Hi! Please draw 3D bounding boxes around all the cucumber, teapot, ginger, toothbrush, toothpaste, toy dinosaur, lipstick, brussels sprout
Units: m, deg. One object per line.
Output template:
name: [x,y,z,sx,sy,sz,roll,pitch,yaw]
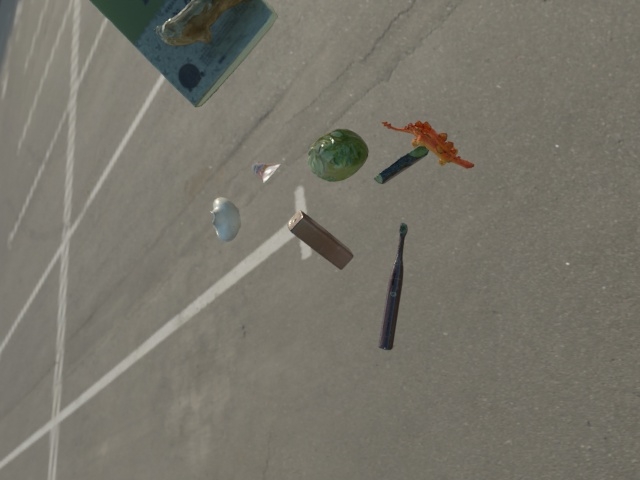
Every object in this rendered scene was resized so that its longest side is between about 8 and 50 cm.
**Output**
cucumber: [0.271,-0.256,1.924,0.220,0.070,0.046,-35,82,16]
teapot: [-0.308,-0.065,1.863,0.226,0.092,0.145,132,129,-74]
ginger: [-0.161,-0.469,0.987,0.081,0.148,0.334,24,83,40]
toothbrush: [0.207,0.123,1.590,0.041,0.041,0.364,-12,61,53]
toothpaste: [-0.151,-0.188,1.568,0.067,0.043,0.194,-48,20,-5]
toy dinosaur: [0.300,-0.279,1.593,0.070,0.288,0.117,-57,-7,-7]
lipstick: [0.000,0.000,1.176,0.045,0.145,0.045,-47,25,9]
brussels sprout: [0.047,-0.248,1.681,0.161,0.180,0.144,60,151,30]

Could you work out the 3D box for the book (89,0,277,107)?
book: [-0.280,-0.456,1.091,0.239,0.352,0.035,-45,0,16]
